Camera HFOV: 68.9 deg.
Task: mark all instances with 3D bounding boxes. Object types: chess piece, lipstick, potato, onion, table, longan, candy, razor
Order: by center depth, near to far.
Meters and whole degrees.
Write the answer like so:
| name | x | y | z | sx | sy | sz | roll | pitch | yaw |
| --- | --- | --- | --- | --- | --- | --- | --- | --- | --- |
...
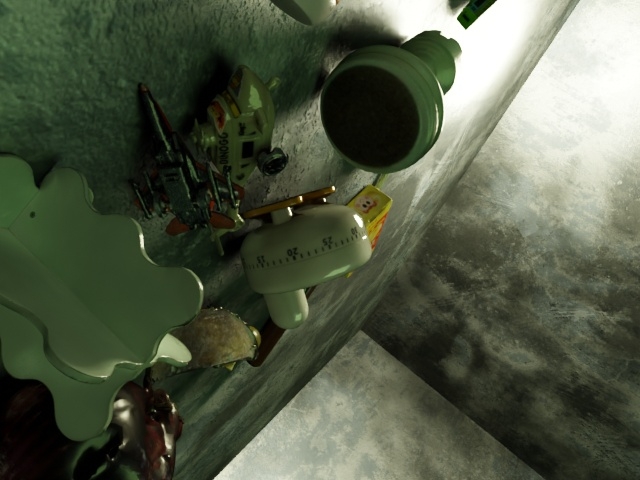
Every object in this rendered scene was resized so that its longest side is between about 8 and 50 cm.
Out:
| name | x | y | z | sx | sy | sz | roll | pitch | yaw |
| --- | --- | --- | --- | --- | --- | --- | --- | --- | --- |
| table | -0.210 | 0.048 | 0.396 | 0.166 | 0.198 | 0.166 | -47 | 164 | -18 |
| onion | -0.317 | 0.286 | 0.612 | 0.281 | 0.222 | 0.280 | -32 | 130 | -47 |
| chess piece | 0.146 | -0.260 | 0.793 | 0.299 | 0.195 | 0.194 | -50 | 167 | -43 |
| potato | -0.237 | 0.183 | 0.874 | 0.261 | 0.100 | 0.120 | 8 | 80 | -56 |
| longan | -0.188 | 0.247 | 1.150 | 0.083 | 0.075 | 0.075 | 1 | 131 | -34 |
| lipstick | -0.102 | 0.214 | 1.325 | 0.356 | 0.057 | 0.057 | -56 | 164 | 13 |
| razor | 0.175 | -0.167 | 1.330 | 0.084 | 0.035 | 0.211 | -3 | 140 | -39 |
| candy | 0.107 | -0.020 | 1.345 | 0.146 | 0.088 | 0.276 | -43 | 162 | -26 |

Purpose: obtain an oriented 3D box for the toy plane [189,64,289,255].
| name | x | y | z | sx | sy | sz | roll | pitch | yaw |
| --- | --- | --- | --- | --- | --- | --- | --- | --- | --- |
| toy plane | -0.110 | -0.092 | 0.596 | 0.108 | 0.092 | 0.286 | -20 | 150 | -24 |

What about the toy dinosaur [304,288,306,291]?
| name | x | y | z | sx | sy | sz | roll | pitch | yaw |
| --- | --- | --- | --- | --- | --- | --- | --- | --- | --- |
| toy dinosaur | -0.031 | 0.074 | 1.185 | 0.291 | 0.079 | 0.120 | -53 | 159 | -6 |

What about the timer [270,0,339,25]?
| name | x | y | z | sx | sy | sz | roll | pitch | yaw |
| --- | --- | --- | --- | --- | --- | --- | --- | --- | --- |
| timer | -0.009 | -0.278 | 0.432 | 0.136 | 0.099 | 0.136 | -50 | 176 | -4 |

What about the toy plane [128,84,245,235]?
| name | x | y | z | sx | sy | sz | roll | pitch | yaw |
| --- | --- | --- | --- | --- | --- | --- | --- | --- | --- |
| toy plane | -0.156 | -0.075 | 0.504 | 0.189 | 0.130 | 0.061 | 78 | 8 | -52 |

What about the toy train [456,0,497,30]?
| name | x | y | z | sx | sy | sz | roll | pitch | yaw |
| --- | --- | --- | --- | --- | --- | --- | --- | --- | --- |
| toy train | 0.377 | -0.545 | 1.039 | 0.209 | 0.042 | 0.044 | -46 | -174 | -24 |

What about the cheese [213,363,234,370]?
| name | x | y | z | sx | sy | sz | roll | pitch | yaw |
| --- | --- | --- | --- | --- | --- | --- | --- | --- | --- |
| cheese | -0.235 | 0.289 | 1.146 | 0.060 | 0.042 | 0.084 | -56 | 154 | -13 |

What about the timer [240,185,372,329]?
| name | x | y | z | sx | sy | sz | roll | pitch | yaw |
| --- | --- | --- | --- | --- | --- | --- | --- | --- | --- |
| timer | -0.023 | 0.039 | 0.833 | 0.234 | 0.239 | 0.233 | -15 | -174 | 2 |
